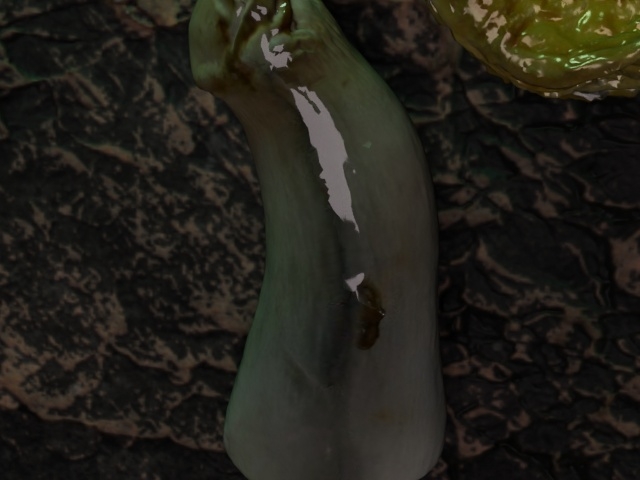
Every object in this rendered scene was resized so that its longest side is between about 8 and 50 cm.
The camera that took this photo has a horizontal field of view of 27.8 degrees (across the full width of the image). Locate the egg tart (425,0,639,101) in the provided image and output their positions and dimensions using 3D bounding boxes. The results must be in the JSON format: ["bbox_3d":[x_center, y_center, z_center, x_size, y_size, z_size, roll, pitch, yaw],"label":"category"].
[{"bbox_3d":[0.173,-0.200,0.800,0.241,0.106,0.241,3,108,10],"label":"egg tart"}]

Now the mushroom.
[{"bbox_3d":[0.000,-0.001,0.894,0.177,0.126,0.397,6,115,16],"label":"mushroom"}]
